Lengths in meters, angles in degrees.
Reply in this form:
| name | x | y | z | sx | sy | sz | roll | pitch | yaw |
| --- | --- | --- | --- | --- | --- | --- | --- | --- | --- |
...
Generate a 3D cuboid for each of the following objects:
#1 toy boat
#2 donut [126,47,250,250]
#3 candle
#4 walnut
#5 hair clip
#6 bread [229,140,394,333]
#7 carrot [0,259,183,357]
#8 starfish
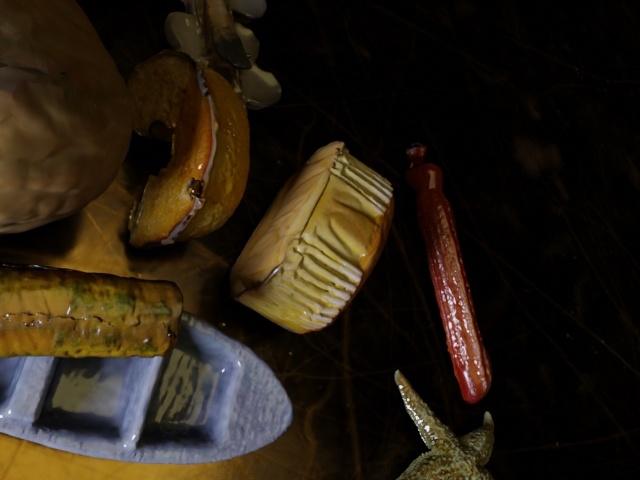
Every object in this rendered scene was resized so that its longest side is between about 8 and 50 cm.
| name | x | y | z | sx | sy | sz | roll | pitch | yaw |
| --- | --- | --- | --- | --- | --- | --- | --- | --- | --- |
| toy boat | -0.154 | 0.112 | 0.453 | 0.283 | 0.078 | 0.127 | 23 | 61 | -25 |
| donut | -0.122 | -0.084 | 0.508 | 0.078 | 0.146 | 0.181 | 7 | 64 | -48 |
| candle | 0.162 | 0.036 | 0.702 | 0.051 | 0.048 | 0.329 | -6 | 77 | -21 |
| walnut | -0.259 | -0.099 | 0.376 | 0.261 | 0.225 | 0.225 | -5 | 75 | -48 |
| hair clip | -0.119 | -0.242 | 0.611 | 0.146 | 0.075 | 0.257 | -4 | 68 | -27 |
| bread | 0.000 | 0.000 | 0.558 | 0.114 | 0.132 | 0.190 | 33 | 61 | -20 |
| carrot | -0.218 | 0.046 | 0.356 | 0.260 | 0.070 | 0.070 | 7 | 69 | -22 |
| starfish | 0.141 | 0.237 | 0.602 | 0.217 | 0.050 | 0.223 | 51 | 36 | 16 |
